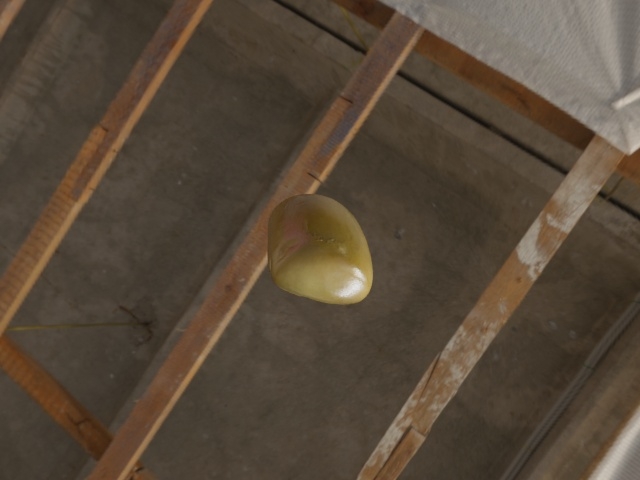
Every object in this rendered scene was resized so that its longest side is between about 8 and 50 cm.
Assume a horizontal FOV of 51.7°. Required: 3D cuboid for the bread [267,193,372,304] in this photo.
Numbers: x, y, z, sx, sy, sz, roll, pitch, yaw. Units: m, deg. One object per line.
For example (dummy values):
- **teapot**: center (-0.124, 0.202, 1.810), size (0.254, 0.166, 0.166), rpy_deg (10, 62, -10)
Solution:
- **bread**: center (0.000, 0.000, 0.928), size (0.147, 0.217, 0.098), rpy_deg (15, -64, -17)
